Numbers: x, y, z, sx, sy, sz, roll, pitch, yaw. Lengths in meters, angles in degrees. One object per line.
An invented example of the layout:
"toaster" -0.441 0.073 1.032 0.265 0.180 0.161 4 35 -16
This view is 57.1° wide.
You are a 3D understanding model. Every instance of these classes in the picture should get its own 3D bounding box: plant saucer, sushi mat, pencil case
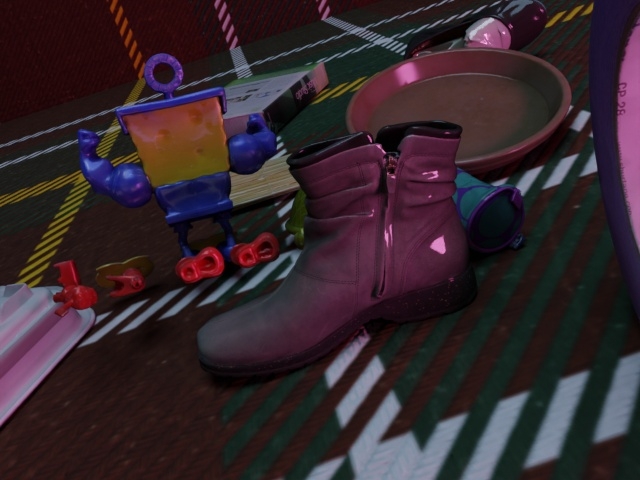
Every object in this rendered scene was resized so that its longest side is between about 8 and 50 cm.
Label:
"plant saucer" 0.170 -0.166 0.752 0.277 0.041 0.278 -10 41 9
"sushi mat" -0.010 -0.107 0.834 0.316 0.019 0.151 -17 28 2
"pencil case" 0.133 -0.042 0.571 0.070 0.064 0.152 -37 29 -2

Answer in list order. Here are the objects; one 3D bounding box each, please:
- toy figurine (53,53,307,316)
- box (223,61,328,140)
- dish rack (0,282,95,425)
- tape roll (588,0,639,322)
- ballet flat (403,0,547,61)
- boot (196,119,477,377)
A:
"toy figurine" -0.102 -0.084 0.574 0.362 0.217 0.191 -16 6 -10
"box" -0.143 -0.276 1.202 0.232 0.058 0.322 -4 31 26
"dish rack" -0.408 0.143 0.545 0.285 0.072 0.333 -8 27 21
"tape roll" 0.209 -0.030 0.266 0.090 0.275 0.275 -12 27 11
"ballet flat" 0.268 -0.353 1.072 0.280 0.095 0.096 -3 38 47
"boot" 0.000 0.000 0.463 0.246 0.161 0.083 -19 26 -2
